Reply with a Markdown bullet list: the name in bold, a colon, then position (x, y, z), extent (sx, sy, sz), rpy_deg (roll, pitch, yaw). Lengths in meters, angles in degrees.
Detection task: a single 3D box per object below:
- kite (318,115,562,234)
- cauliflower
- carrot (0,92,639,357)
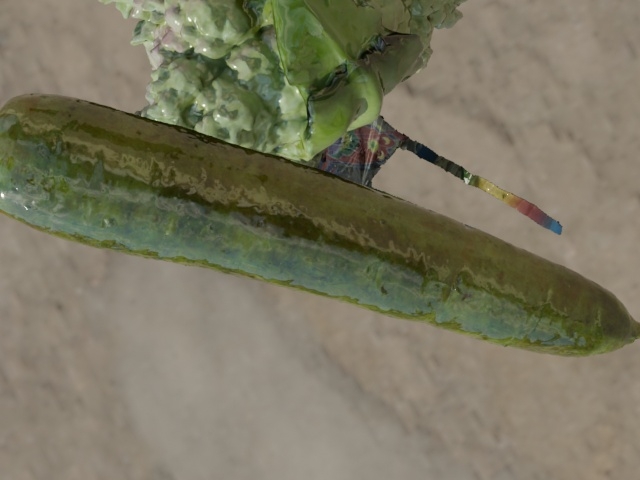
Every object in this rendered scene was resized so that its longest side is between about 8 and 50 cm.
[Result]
- **kite**: position (0.040, -0.033, 1.467), extent (0.285, 0.015, 0.152), rpy_deg (28, 108, 2)
- **cauliflower**: position (-0.031, -0.125, 1.281), extent (0.239, 0.256, 0.315), rpy_deg (14, 156, 3)
- **carrot**: position (0.000, 0.000, 1.032), extent (0.359, 0.074, 0.074), rpy_deg (16, 146, -6)
